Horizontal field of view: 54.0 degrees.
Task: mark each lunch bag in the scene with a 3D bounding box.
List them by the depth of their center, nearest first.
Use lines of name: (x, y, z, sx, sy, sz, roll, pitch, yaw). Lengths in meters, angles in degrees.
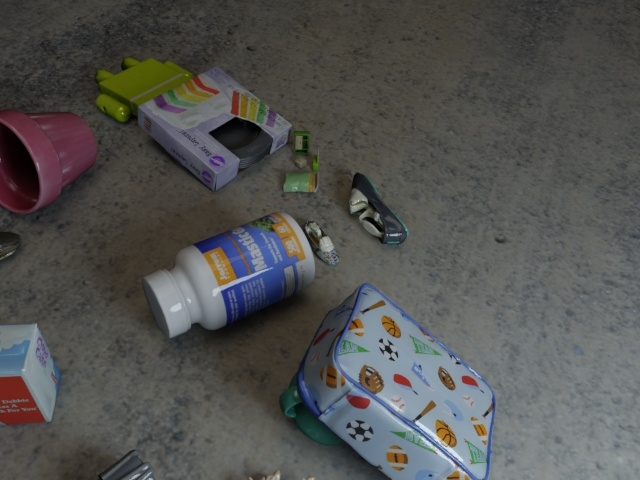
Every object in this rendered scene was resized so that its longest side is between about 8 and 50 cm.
lunch bag: (0.122, 0.217, 0.910, 0.303, 0.115, 0.243, 42, 30, -6)

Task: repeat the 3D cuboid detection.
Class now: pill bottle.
pill bottle: (-0.159, 0.062, 1.089, 0.272, 0.152, 0.152, -23, 52, -25)

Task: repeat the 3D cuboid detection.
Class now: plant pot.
plant pot: (-0.566, -0.177, 1.272, 0.201, 0.201, 0.180, 24, 33, 18)

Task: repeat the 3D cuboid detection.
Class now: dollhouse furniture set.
dollhouse furniture set: (-0.040, -0.174, 1.389, 0.076, 0.059, 0.152, 3, 46, -1)

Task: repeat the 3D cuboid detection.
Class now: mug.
mug: (0.004, 0.235, 0.948, 0.157, 0.097, 0.129, 33, 35, -19)

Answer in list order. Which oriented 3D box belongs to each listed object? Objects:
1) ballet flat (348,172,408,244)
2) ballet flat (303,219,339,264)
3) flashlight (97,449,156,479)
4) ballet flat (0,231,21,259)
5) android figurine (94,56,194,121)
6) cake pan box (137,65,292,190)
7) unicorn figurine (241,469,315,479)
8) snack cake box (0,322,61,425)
ballet flat: (0.101, -0.065, 1.291, 0.074, 0.074, 0.203, -19, 53, -21)
ballet flat: (0.000, 0.000, 1.240, 0.041, 0.041, 0.114, -21, 52, -23)
flashlight: (-0.343, 0.392, 0.794, 0.103, 0.103, 0.304, 33, 54, 28)
ballet flat: (-0.676, 0.039, 1.143, 0.249, 0.058, 0.084, -18, 29, -28)
android figurine: (-0.421, -0.370, 1.548, 0.272, 0.056, 0.248, 30, 51, 23)
cake pan box: (-0.234, -0.257, 1.421, 0.267, 0.070, 0.245, 41, 56, 15)
unicorn figurine: (-0.037, 0.381, 0.867, 0.161, 0.060, 0.111, -3, 45, 15)
snack cake box: (-0.541, 0.203, 0.923, 0.264, 0.152, 0.089, -1, 46, -7)
